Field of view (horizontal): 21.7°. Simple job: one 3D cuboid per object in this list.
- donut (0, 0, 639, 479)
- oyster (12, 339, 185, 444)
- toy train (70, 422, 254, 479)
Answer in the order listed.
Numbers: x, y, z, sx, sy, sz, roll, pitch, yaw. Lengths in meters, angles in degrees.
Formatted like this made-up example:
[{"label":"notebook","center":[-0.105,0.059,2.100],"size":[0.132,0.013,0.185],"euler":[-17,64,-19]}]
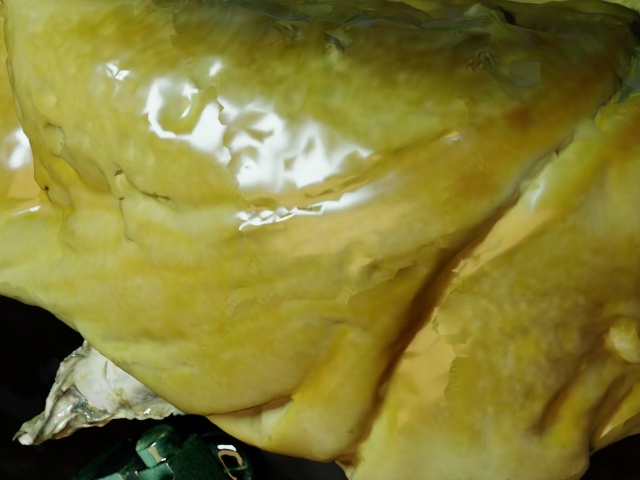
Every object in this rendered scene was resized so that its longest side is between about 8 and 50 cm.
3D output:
[{"label":"donut","center":[0.031,-0.060,0.608],"size":[0.360,0.360,0.170],"euler":[18,127,19]},{"label":"oyster","center":[-0.080,0.056,0.921],"size":[0.200,0.061,0.106],"euler":[-5,96,28]},{"label":"toy train","center":[-0.064,0.182,0.962],"size":[0.111,0.071,0.170],"euler":[-23,105,45]}]
